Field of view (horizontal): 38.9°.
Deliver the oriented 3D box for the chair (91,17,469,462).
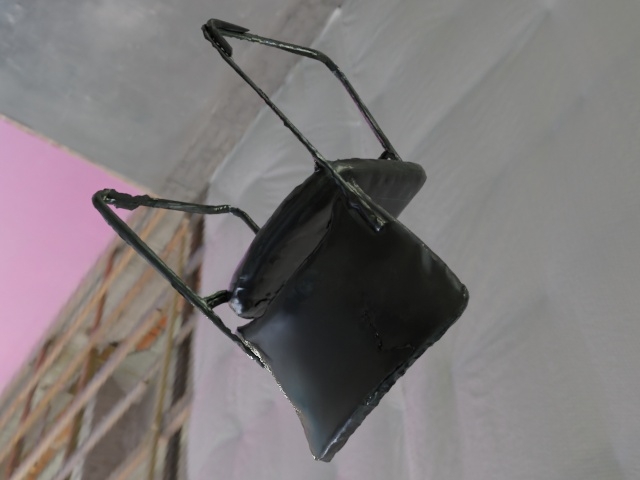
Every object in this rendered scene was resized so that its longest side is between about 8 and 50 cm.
[{"bbox_3d":[0.000,0.000,0.530,0.221,0.145,0.140,48,-66,25],"label":"chair"}]
